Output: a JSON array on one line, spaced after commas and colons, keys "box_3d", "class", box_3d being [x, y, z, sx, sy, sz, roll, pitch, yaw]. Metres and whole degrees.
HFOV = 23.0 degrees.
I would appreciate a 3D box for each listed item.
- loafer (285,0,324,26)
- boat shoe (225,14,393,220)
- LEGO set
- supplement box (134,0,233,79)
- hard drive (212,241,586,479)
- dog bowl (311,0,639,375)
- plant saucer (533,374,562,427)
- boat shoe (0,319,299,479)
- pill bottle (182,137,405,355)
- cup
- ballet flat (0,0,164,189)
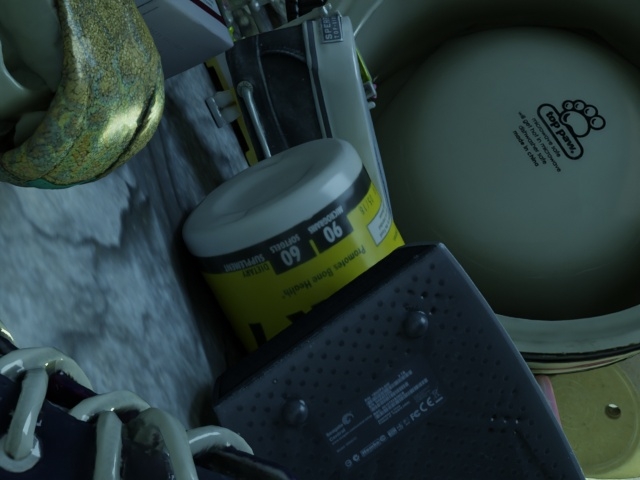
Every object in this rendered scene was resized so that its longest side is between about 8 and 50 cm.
[{"box_3d": [0.013, -0.167, 1.507, 0.078, 0.080, 0.220, -177, -108, -79], "class": "loafer"}, {"box_3d": [0.000, 0.000, 1.078, 0.108, 0.102, 0.301, -91, 169, -67], "class": "boat shoe"}, {"box_3d": [-0.045, -0.155, 1.143, 0.287, 0.107, 0.132, 61, 13, -20], "class": "LEGO set"}, {"box_3d": [-0.142, -0.222, 0.952, 0.130, 0.073, 0.239, 22, 46, -73], "class": "supplement box"}, {"box_3d": [0.054, 0.134, 0.915, 0.254, 0.172, 0.054, 59, -10, -27], "class": "hard drive"}, {"box_3d": [0.176, -0.071, 1.302, 0.150, 0.408, 0.408, 90, -17, -67], "class": "dog bowl"}, {"box_3d": [0.174, 0.272, 1.207, 0.332, 0.084, 0.332, -13, 90, -84], "class": "plant saucer"}, {"box_3d": [-0.086, 0.068, 0.462, 0.340, 0.158, 0.127, 66, 13, -3], "class": "boat shoe"}, {"box_3d": [0.012, 0.053, 0.975, 0.208, 0.119, 0.119, 61, 14, -18], "class": "pill bottle"}, {"box_3d": [0.326, 0.136, 1.763, 0.237, 0.331, 0.331, -34, 101, -52], "class": "cup"}, {"box_3d": [-0.178, -0.179, 0.668, 0.348, 0.123, 0.123, 65, 13, -6], "class": "ballet flat"}]
